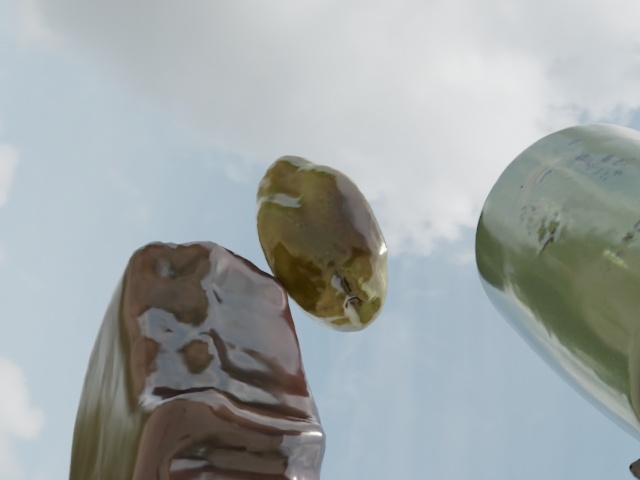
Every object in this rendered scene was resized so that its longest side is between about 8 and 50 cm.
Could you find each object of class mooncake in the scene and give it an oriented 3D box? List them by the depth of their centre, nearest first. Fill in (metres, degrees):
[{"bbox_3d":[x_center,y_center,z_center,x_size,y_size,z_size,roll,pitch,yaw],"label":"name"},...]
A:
[{"bbox_3d":[-0.106,0.168,0.770,0.326,0.174,0.334,180,-77,-69],"label":"mooncake"}]

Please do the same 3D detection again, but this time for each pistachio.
[{"bbox_3d":[-0.003,-0.001,0.865,0.100,0.110,0.189,-40,-112,61],"label":"pistachio"}]

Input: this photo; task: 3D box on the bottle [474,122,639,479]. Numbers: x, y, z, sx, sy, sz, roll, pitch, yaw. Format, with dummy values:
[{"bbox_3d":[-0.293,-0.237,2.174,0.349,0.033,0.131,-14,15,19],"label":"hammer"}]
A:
[{"bbox_3d":[0.214,0.045,0.513,0.347,0.168,0.169,-115,-145,-69],"label":"bottle"}]
